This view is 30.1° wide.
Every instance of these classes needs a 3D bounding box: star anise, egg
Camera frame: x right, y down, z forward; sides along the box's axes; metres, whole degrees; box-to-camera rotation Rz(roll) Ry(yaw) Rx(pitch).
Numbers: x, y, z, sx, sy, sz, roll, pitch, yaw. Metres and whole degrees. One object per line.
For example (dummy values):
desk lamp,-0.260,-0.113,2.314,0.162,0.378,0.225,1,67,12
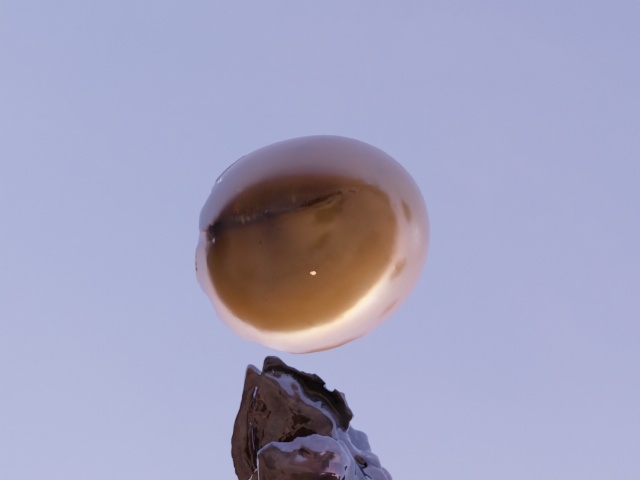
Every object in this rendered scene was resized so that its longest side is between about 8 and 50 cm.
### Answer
star anise,0.024,0.168,0.715,0.093,0.229,0.236,-44,-56,7
egg,0.000,0.000,0.391,0.083,0.071,0.071,-11,-82,46
